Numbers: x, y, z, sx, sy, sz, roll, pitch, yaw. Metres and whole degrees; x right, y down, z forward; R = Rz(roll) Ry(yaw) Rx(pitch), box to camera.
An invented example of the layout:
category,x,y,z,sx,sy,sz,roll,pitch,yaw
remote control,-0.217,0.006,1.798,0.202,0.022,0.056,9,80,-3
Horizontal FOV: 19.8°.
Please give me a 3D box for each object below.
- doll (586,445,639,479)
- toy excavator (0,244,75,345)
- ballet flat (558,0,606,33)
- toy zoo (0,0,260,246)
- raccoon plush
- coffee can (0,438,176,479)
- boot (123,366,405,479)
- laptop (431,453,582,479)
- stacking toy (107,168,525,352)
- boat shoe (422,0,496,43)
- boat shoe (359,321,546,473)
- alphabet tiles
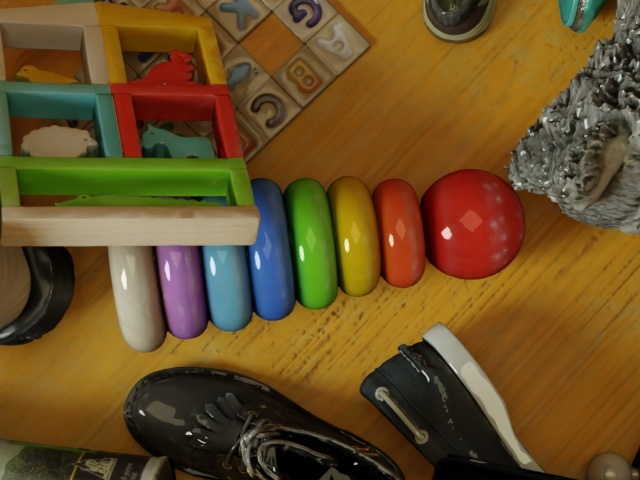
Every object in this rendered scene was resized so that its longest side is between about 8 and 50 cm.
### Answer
category,x,y,z,sx,sy,sz,roll,pitch,yaw
doll,0.307,0.182,1.464,0.189,0.046,0.129,-3,92,9
toy excavator,-0.481,-0.036,1.432,0.445,0.222,0.432,-26,81,8
ballet flat,0.237,-0.294,1.513,0.087,0.083,0.247,-2,84,-12
toy zoo,-0.165,-0.106,1.439,0.192,0.030,0.293,0,44,-15
raccoon plush,0.251,-0.217,1.424,0.299,0.216,0.446,-19,81,-4
coffee can,-0.262,0.249,1.406,0.275,0.201,0.201,7,83,3
boot,-0.036,0.155,1.392,0.263,0.229,0.091,18,84,5
laptop,0.235,0.422,1.372,0.382,0.236,0.407,11,126,13
stacking toy,0.000,0.000,1.464,0.330,0.141,0.141,-7,83,-2
boat shoe,0.127,-0.277,1.516,0.080,0.073,0.223,9,84,4
boat shoe,0.146,0.209,1.442,0.091,0.114,0.302,-35,71,-3
alphabet tiles,-0.111,-0.152,1.546,0.237,0.009,0.198,-44,83,-3
